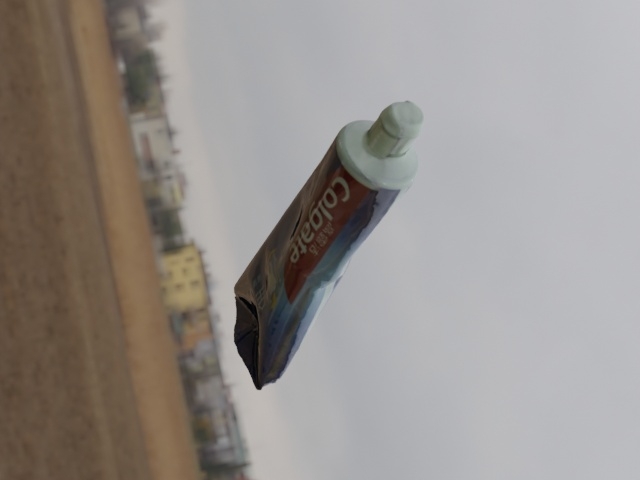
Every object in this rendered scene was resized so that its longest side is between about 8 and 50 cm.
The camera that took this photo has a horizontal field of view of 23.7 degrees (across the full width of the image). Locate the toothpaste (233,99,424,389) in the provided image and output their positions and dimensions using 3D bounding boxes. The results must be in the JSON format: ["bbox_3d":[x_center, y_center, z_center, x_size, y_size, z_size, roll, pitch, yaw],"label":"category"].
[{"bbox_3d":[0.000,0.000,0.328,0.083,0.019,0.027,-54,-131,43],"label":"toothpaste"}]
